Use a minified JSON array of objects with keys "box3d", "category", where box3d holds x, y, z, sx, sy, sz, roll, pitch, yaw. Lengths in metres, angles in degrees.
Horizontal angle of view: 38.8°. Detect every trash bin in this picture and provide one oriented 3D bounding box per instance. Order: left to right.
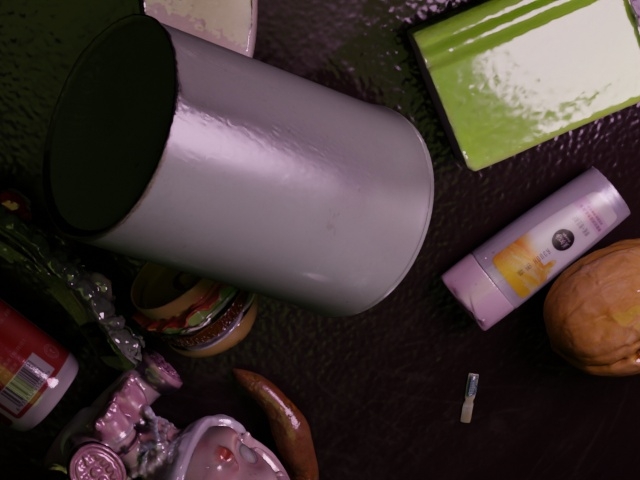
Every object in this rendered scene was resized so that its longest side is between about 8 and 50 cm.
[{"box3d":[-0.070,-0.071,1.065,0.432,0.280,0.280,17,107,-43],"category":"trash bin"}]

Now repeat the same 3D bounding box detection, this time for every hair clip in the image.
[{"box3d":[-0.349,0.038,1.227,0.321,0.138,0.091,48,59,-16],"category":"hair clip"}]

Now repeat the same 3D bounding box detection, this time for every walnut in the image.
[{"box3d":[0.423,0.101,1.273,0.222,0.195,0.195,-27,108,14],"category":"walnut"}]

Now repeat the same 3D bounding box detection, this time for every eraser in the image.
[{"box3d":[0.280,-0.237,1.209,0.274,0.092,0.210,-24,107,4],"category":"eraser"}]

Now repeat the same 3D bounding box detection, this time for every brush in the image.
[{"box3d":[0.228,0.242,1.390,0.016,0.013,0.083,5,108,-9],"category":"brush"}]

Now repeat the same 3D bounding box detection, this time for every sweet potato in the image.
[{"box3d":[-0.049,0.294,1.359,0.078,0.058,0.255,-17,105,22],"category":"sweet potato"}]

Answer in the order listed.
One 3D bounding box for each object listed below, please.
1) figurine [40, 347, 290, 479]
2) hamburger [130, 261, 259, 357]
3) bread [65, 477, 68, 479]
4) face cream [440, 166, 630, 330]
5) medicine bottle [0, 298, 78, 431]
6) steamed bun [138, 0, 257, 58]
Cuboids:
[{"box3d":[-0.191,0.338,1.283,0.361,0.253,0.211,38,140,-9],"category":"figurine"},{"box3d":[-0.162,0.084,1.233,0.175,0.175,0.137,-31,120,4],"category":"hamburger"},{"box3d":[-0.338,0.400,1.358,0.192,0.067,0.119,-15,108,-1],"category":"bread"},{"box3d":[0.306,0.012,1.296,0.269,0.073,0.107,-38,99,8],"category":"face cream"},{"box3d":[-0.461,0.142,1.235,0.250,0.131,0.131,42,99,-14],"category":"medicine bottle"},{"box3d":[-0.150,-0.329,1.102,0.146,0.164,0.241,-3,106,-6],"category":"steamed bun"}]
